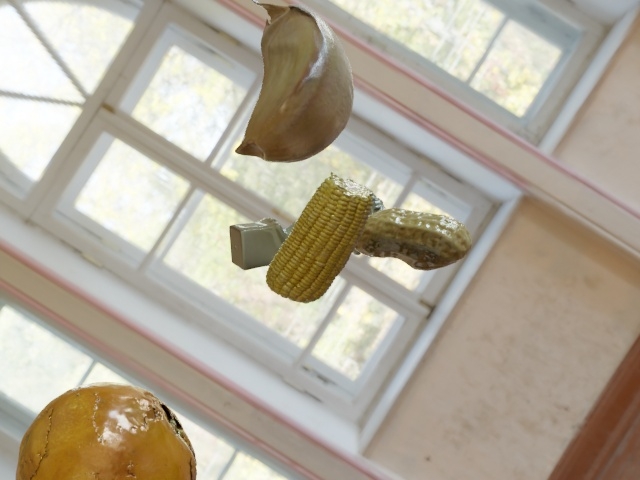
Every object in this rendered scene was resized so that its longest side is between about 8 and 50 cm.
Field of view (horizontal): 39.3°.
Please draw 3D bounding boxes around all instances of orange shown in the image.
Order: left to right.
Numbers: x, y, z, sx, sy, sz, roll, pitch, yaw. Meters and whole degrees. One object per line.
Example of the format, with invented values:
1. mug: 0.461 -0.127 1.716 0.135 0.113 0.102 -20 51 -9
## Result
1. orange: -0.289 0.311 1.197 0.246 0.246 0.246 -58 0 0

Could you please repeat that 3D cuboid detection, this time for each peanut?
1. peanut: 0.136 -0.003 1.370 0.093 0.194 0.083 69 -145 -47

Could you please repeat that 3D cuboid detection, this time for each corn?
1. corn: 0.000 0.000 1.075 0.165 0.085 0.063 -62 11 21

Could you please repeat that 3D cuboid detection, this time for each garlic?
1. garlic: -0.044 -0.294 1.498 0.151 0.196 0.338 69 -160 -68

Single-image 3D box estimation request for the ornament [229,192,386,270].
1. ornament: -0.019 -0.009 1.559 0.285 0.120 0.130 -16 18 -3
